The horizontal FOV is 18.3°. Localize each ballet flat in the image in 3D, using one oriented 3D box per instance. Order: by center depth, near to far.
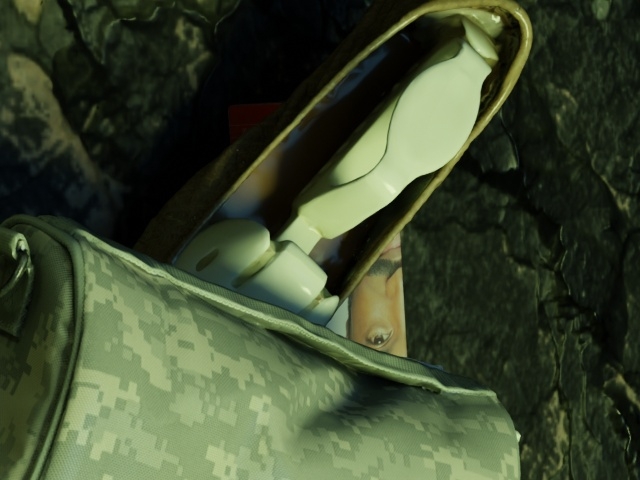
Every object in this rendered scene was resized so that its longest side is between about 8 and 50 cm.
[{"bbox_3d":[0.000,-0.014,1.059,0.116,0.124,0.342,46,75,-14],"label":"ballet flat"}]

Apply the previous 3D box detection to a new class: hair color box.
[{"bbox_3d":[0.000,0.000,1.172,0.093,0.053,0.167,-10,99,-46],"label":"hair color box"}]

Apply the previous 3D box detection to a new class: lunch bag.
[{"bbox_3d":[-0.065,0.146,0.937,0.305,0.212,0.256,24,92,-34],"label":"lunch bag"}]
